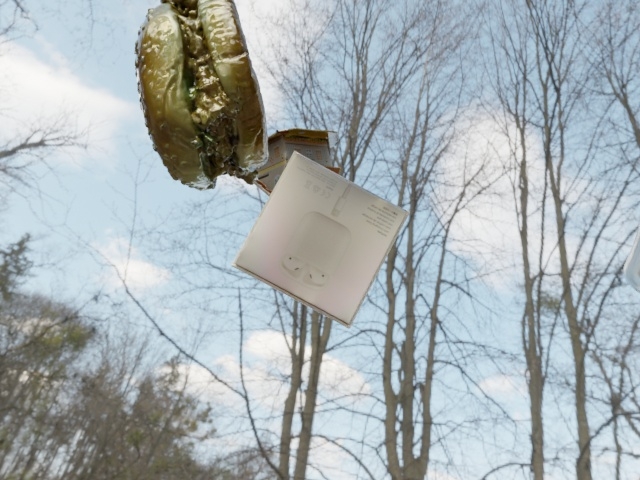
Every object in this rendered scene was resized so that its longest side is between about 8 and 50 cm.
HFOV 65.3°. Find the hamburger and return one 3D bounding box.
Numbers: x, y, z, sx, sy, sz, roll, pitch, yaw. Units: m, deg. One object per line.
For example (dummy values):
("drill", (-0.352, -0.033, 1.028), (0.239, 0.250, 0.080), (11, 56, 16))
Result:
("hamburger", (-0.132, -0.169, 0.550), (0.122, 0.215, 0.189), (-14, -8, -5))

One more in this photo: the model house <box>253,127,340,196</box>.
("model house", (-0.045, -0.144, 1.075), (0.219, 0.135, 0.207), (-3, -7, -44))

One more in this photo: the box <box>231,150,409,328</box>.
("box", (0.000, 0.000, 0.502), (0.130, 0.129, 0.051), (28, -6, 1))

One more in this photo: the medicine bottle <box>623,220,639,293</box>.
("medicine bottle", (0.303, -0.047, 0.227), (0.238, 0.238, 0.231), (13, -77, -4))
